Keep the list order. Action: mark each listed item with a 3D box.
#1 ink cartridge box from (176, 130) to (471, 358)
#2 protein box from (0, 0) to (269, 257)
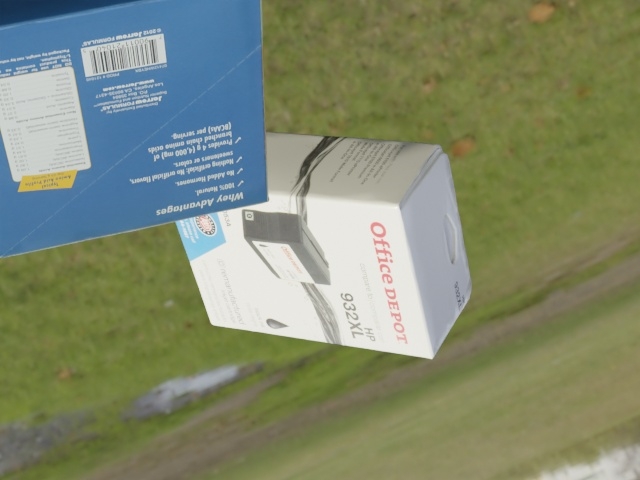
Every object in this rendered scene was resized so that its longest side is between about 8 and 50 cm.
[{"bbox_3d":[0.000,0.000,1.544,0.307,0.223,0.129,6,-141,28],"label":"ink cartridge box"},{"bbox_3d":[-0.147,-0.119,0.890,0.200,0.136,0.201,-12,141,-11],"label":"protein box"}]
